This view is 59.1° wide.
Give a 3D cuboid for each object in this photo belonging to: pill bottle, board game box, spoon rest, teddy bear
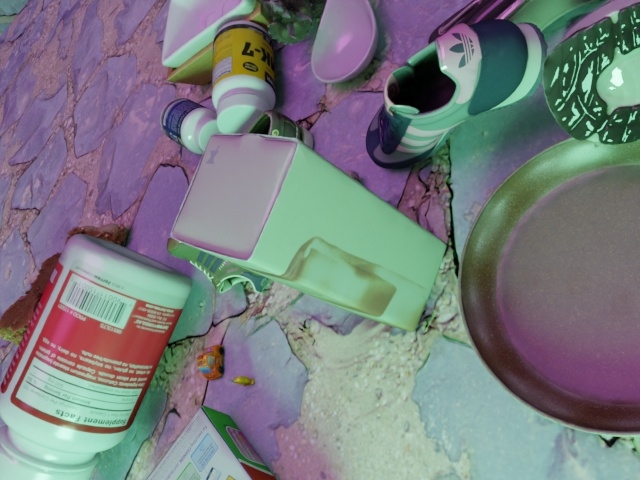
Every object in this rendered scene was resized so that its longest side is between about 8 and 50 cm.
[{"bbox_3d":[-0.407,0.213,0.989,0.229,0.229,0.407,20,85,46],"label":"pill bottle"},{"bbox_3d":[-0.252,-0.229,1.149,0.169,0.094,0.094,32,93,46],"label":"pill bottle"},{"bbox_3d":[-0.140,0.413,0.741,0.242,0.064,0.316,-53,44,-2],"label":"board game box"},{"bbox_3d":[0.051,-0.390,0.953,0.137,0.084,0.276,-2,69,42],"label":"spoon rest"},{"bbox_3d":[-0.144,-0.299,1.065,0.119,0.119,0.208,-25,56,33],"label":"pill bottle"},{"bbox_3d":[-0.545,0.092,1.237,0.245,0.113,0.338,-13,42,23],"label":"teddy bear"}]

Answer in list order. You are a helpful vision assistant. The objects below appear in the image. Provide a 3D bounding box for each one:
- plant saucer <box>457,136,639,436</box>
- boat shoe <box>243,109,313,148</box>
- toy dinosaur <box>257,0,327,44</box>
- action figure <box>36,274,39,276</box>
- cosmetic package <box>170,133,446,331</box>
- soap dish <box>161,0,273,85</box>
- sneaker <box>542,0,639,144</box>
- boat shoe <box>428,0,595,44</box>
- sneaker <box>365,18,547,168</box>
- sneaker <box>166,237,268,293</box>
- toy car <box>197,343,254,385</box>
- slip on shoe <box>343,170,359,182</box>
[{"bbox_3d":[0.288,0.034,0.561,0.311,0.050,0.310,-20,57,35],"label":"plant saucer"},{"bbox_3d":[-0.152,-0.088,0.988,0.324,0.097,0.116,-45,47,18],"label":"boat shoe"},{"bbox_3d":[-0.041,-0.459,1.038,0.313,0.160,0.121,-53,5,-40],"label":"toy dinosaur"},{"bbox_3d":[-0.671,0.124,1.398,0.232,0.063,0.137,-36,47,21],"label":"action figure"},{"bbox_3d":[0.000,0.000,0.663,0.153,0.296,0.129,14,80,46],"label":"cosmetic package"},{"bbox_3d":[-0.206,-0.480,1.208,0.291,0.118,0.228,-20,58,36],"label":"soap dish"},{"bbox_3d":[0.406,-0.242,0.521,0.410,0.158,0.182,-18,30,22],"label":"sneaker"},{"bbox_3d":[0.271,-0.319,0.698,0.335,0.112,0.095,-36,55,30],"label":"boat shoe"},{"bbox_3d":[0.112,-0.170,0.690,0.319,0.131,0.112,-32,67,62],"label":"sneaker"},{"bbox_3d":[-0.172,0.044,0.935,0.192,0.064,0.086,4,84,16],"label":"sneaker"},{"bbox_3d":[-0.155,0.195,0.898,0.122,0.040,0.060,-5,68,42],"label":"toy car"},{"bbox_3d":[0.002,-0.071,0.878,0.135,0.051,0.041,-12,74,32],"label":"slip on shoe"}]
